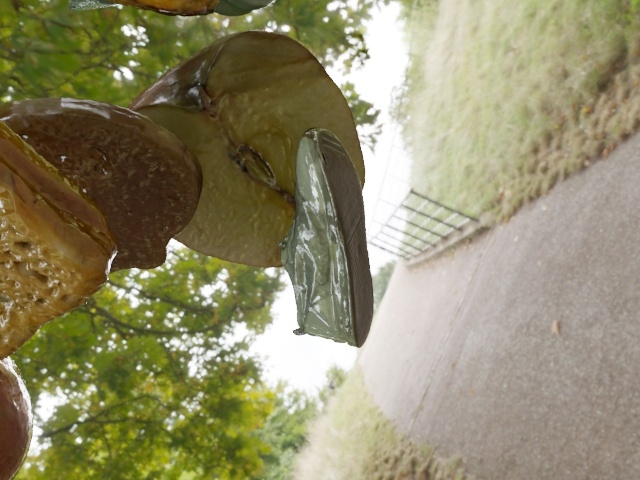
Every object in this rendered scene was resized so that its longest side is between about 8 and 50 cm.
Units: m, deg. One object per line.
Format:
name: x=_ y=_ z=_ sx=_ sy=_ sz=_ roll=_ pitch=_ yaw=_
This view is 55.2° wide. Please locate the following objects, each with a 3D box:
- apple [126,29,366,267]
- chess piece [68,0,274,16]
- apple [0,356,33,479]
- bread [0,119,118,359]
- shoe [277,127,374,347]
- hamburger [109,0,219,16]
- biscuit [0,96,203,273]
apple: x=-0.116 y=-0.134 z=0.978 sx=0.329 sy=0.365 sz=0.295 roll=-25 pitch=29 yaw=43
chess piece: x=-0.199 y=-0.355 z=0.726 sx=0.195 sy=0.299 sz=0.194 roll=-11 pitch=-77 yaw=-59
apple: x=-0.459 y=0.211 z=0.660 sx=0.301 sy=0.302 sz=0.301 roll=-57 pitch=-16 yaw=-27
bread: x=-0.347 y=-0.067 z=0.492 sx=0.185 sy=0.380 sz=0.109 roll=-31 pitch=30 yaw=8
shoe: x=0.000 y=0.000 z=0.757 sx=0.103 sy=0.099 sz=0.274 roll=-23 pitch=-72 yaw=-70
hamburger: x=-0.192 y=-0.282 z=0.503 sx=0.157 sy=0.283 sz=0.143 roll=-12 pitch=-51 yaw=-40
biscuit: x=-0.295 y=-0.061 z=0.774 sx=0.049 sy=0.273 sz=0.257 roll=-101 pitch=32 yaw=-49
